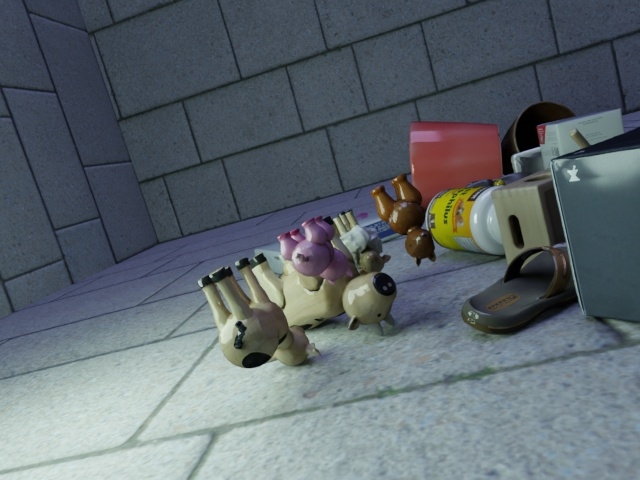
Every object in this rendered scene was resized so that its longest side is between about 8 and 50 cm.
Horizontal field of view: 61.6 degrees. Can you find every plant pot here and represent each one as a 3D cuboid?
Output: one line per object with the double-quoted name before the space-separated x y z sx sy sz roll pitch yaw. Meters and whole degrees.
"plant pot" 0.621 -0.267 1.593 0.215 0.215 0.230 -18 -5 -10
"plant pot" 0.396 -0.224 1.559 0.243 0.275 0.275 -3 12 16

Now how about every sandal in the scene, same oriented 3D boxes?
"sandal" 0.253 0.041 0.641 0.219 0.060 0.090 -21 24 -26

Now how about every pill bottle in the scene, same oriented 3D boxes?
"pill bottle" 0.283 -0.036 0.941 0.117 0.117 0.215 -19 9 -17

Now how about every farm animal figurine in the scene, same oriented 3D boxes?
"farm animal figurine" 0.004 0.067 0.717 0.330 0.172 0.327 -28 0 -21

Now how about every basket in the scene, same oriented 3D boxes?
"basket" 0.584 -0.190 1.386 0.167 0.113 0.103 -14 7 12

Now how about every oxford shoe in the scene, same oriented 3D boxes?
"oxford shoe" 0.459 -0.113 1.297 0.212 0.076 0.076 -3 -27 19

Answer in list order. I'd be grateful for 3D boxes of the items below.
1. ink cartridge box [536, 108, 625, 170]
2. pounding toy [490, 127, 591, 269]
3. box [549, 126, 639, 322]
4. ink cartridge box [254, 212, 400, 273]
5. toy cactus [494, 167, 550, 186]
"ink cartridge box" 0.539 -0.166 1.102 0.127 0.176 0.128 -13 10 6
"pounding toy" 0.356 -0.069 0.802 0.206 0.181 0.094 -21 9 -29
"box" 0.461 -0.049 0.484 0.312 0.179 0.343 -20 9 -27
"ink cartridge box" 0.000 0.000 1.419 0.324 0.071 0.330 -20 11 -22
"toy cactus" 0.420 -0.072 1.039 0.219 0.112 0.180 -12 -12 16
